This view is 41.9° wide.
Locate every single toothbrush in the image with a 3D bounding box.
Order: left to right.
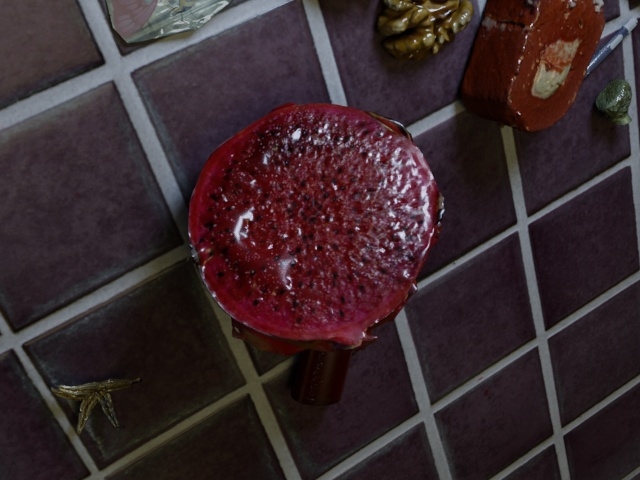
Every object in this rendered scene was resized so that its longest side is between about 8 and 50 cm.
[{"bbox_3d":[0.501,-0.319,1.576,0.288,0.026,0.024,-45,124,-6],"label":"toothbrush"}]

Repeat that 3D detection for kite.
[{"bbox_3d":[-0.234,-0.439,1.086,0.204,0.022,0.360,-27,123,-10],"label":"kite"}]

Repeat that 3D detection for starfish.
[{"bbox_3d":[-0.343,0.244,1.321,0.130,0.041,0.133,-28,125,-9],"label":"starfish"}]

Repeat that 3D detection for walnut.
[{"bbox_3d":[0.173,-0.362,1.336,0.170,0.069,0.142,-34,126,-10],"label":"walnut"}]

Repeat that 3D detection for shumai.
[{"bbox_3d":[0.578,-0.260,1.614,0.080,0.083,0.082,36,130,-18],"label":"shumai"}]

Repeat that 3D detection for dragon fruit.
[{"bbox_3d":[0.000,0.000,1.253,0.371,0.386,0.249,-17,160,3],"label":"dragon fruit"}]

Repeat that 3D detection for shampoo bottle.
[{"bbox_3d":[0.019,0.165,1.486,0.102,0.064,0.260,2,111,-31],"label":"shampoo bottle"}]

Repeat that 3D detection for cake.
[{"bbox_3d":[0.364,-0.323,1.416,0.177,0.151,0.282,9,102,-29],"label":"cake"}]
